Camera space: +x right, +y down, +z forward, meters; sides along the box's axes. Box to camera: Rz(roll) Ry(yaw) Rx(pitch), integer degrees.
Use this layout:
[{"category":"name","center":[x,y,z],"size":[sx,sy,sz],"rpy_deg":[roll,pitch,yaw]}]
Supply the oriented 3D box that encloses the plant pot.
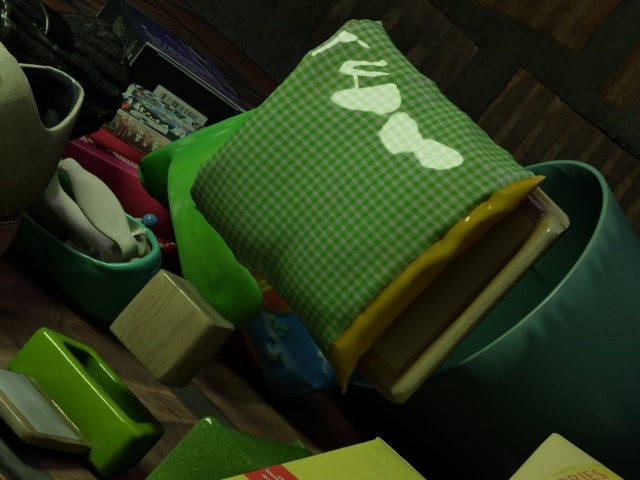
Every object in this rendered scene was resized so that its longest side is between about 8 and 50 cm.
[{"category":"plant pot","center":[0.200,0.109,1.738],"size":[0.235,0.293,0.293],"rpy_deg":[50,4,-22]}]

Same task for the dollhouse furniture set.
[{"category":"dollhouse furniture set","center":[-0.034,0.024,1.050],"size":[0.197,0.301,0.151],"rpy_deg":[45,7,22]}]

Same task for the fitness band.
[{"category":"fitness band","center":[-0.186,-0.083,1.689],"size":[0.291,0.054,0.209],"rpy_deg":[26,16,-17]}]

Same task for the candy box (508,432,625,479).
[{"category":"candy box","center":[0.106,0.228,0.859],"size":[0.183,0.087,0.316],"rpy_deg":[34,32,13]}]

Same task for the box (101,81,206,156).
[{"category":"box","center":[-0.125,-0.086,1.680],"size":[0.137,0.027,0.094],"rpy_deg":[33,18,-1]}]

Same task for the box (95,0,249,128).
[{"category":"box","center":[-0.185,-0.168,2.107],"size":[0.153,0.108,0.207],"rpy_deg":[34,10,-27]}]

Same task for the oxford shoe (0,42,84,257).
[{"category":"oxford shoe","center":[-0.264,-0.077,1.138],"size":[0.140,0.146,0.397],"rpy_deg":[41,9,9]}]

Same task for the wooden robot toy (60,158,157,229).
[{"category":"wooden robot toy","center":[-0.201,-0.016,1.458],"size":[0.173,0.076,0.079],"rpy_deg":[39,-27,-1]}]

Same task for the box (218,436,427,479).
[{"category":"box","center":[-0.027,0.159,0.953],"size":[0.058,0.087,0.232],"rpy_deg":[42,22,23]}]

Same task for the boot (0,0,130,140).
[{"category":"boot","center":[-0.336,-0.201,1.493],"size":[0.348,0.131,0.260],"rpy_deg":[36,7,24]}]

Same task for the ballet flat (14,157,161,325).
[{"category":"ballet flat","center":[-0.208,-0.044,1.367],"size":[0.247,0.087,0.083],"rpy_deg":[40,38,5]}]

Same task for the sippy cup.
[{"category":"sippy cup","center":[0.000,0.000,1.527],"size":[0.240,0.305,0.224],"rpy_deg":[-18,-87,65]}]

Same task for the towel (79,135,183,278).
[{"category":"towel","center":[-0.118,-0.008,1.810],"size":[0.199,0.031,0.275],"rpy_deg":[33,10,-41]}]
